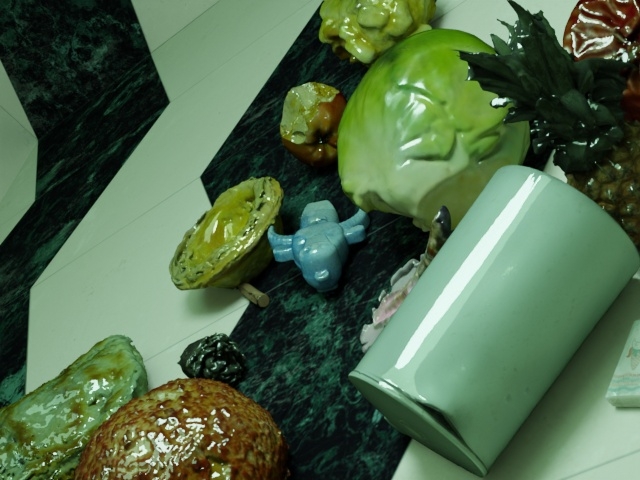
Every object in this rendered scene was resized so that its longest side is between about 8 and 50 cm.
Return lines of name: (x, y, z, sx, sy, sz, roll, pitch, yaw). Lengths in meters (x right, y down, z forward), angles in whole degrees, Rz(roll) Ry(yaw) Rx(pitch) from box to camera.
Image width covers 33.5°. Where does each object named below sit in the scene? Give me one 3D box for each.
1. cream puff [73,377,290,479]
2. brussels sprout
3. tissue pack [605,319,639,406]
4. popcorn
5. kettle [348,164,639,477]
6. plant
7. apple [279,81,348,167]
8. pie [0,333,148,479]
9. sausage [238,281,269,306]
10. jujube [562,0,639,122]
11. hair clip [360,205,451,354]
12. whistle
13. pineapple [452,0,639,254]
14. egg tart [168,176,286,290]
cream puff: (-0.212, 0.328, 1.483, 0.350, 0.228, 0.350, -36, 24, 18)
brussels sprout: (0.176, -0.161, 1.627, 0.344, 0.268, 0.344, -39, 40, 43)
tissue pack: (0.352, 0.132, 1.158, 0.056, 0.023, 0.108, -13, 39, 49)
popcorn: (0.118, -0.478, 2.242, 0.252, 0.215, 0.286, -39, 29, -2)
kettle: (0.188, 0.091, 1.266, 0.318, 0.205, 0.265, -53, 29, -12)
plant: (-0.185, 0.206, 1.789, 0.094, 0.092, 0.143, -49, 16, -25)
apple: (-0.003, -0.220, 2.106, 0.156, 0.147, 0.158, -34, 44, 12)
pie: (-0.467, 0.335, 1.921, 0.418, 0.180, 0.395, -45, 23, -17)
sausage: (-0.123, 0.097, 1.937, 0.026, 0.026, 0.116, -48, 24, -7)
jujube: (0.450, -0.259, 1.402, 0.232, 0.213, 0.213, 2, 51, 45)
hair clip: (0.137, 0.059, 1.469, 0.173, 0.069, 0.300, -61, -1, -33)
whistle: (0.000, 0.000, 1.821, 0.180, 0.093, 0.269, -15, 30, 5)
pineapple: (0.308, -0.140, 1.244, 0.165, 0.364, 0.165, -37, 21, 16)
egg tart: (-0.169, 0.002, 2.044, 0.288, 0.118, 0.288, -34, 29, 22)
